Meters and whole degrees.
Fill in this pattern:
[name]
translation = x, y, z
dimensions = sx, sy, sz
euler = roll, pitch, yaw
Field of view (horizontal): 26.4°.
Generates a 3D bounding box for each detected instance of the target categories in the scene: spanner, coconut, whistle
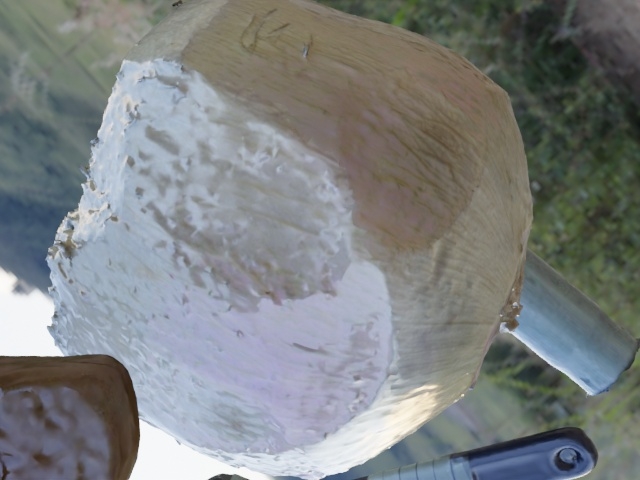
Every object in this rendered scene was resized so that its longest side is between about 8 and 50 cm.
[spanner]
translation = 0.051, 0.188, 1.002
dimensions = 0.024, 0.316, 0.087
euler = -61, -48, -62
[coconut]
translation = 0.000, 0.000, 0.842
dimensions = 0.254, 0.297, 0.297
euler = 32, 174, 14
[whistle]
translation = 0.108, 0.002, 1.038
dimensions = 0.312, 0.062, 0.062
euler = 39, 179, -5

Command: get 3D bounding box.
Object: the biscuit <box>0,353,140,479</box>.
[biscuit]
translation = -0.223, 0.105, 0.541
dimensions = 0.301, 0.278, 0.043
euler = 43, -175, -10
